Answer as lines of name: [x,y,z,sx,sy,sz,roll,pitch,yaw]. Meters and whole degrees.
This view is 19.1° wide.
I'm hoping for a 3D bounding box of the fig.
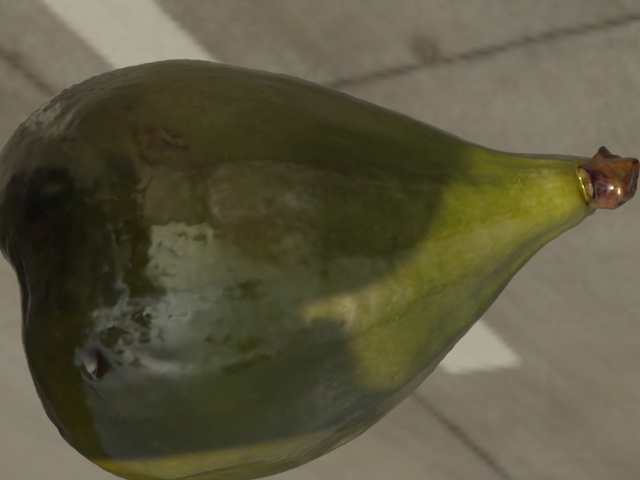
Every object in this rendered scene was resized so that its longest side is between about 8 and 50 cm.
fig: [-0.012,-0.010,0.569,0.185,0.133,0.126,-34,126,18]
